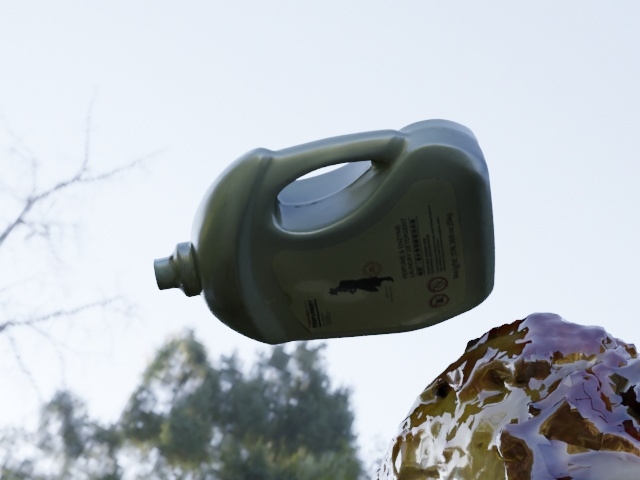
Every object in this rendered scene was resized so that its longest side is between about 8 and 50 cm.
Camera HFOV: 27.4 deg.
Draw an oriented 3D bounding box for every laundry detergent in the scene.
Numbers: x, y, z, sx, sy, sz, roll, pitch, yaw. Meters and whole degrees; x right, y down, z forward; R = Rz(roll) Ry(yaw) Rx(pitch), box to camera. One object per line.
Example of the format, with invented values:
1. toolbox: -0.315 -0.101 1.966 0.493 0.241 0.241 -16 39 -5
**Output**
1. laundry detergent: 0.000 0.000 0.990 0.253 0.091 0.181 -10 -49 -3

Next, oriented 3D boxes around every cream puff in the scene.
1. cream puff: 0.167 0.217 0.785 0.228 0.350 0.350 1 -36 -22
